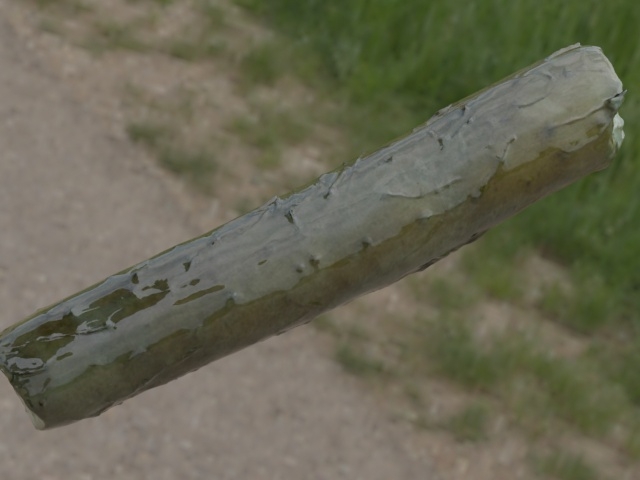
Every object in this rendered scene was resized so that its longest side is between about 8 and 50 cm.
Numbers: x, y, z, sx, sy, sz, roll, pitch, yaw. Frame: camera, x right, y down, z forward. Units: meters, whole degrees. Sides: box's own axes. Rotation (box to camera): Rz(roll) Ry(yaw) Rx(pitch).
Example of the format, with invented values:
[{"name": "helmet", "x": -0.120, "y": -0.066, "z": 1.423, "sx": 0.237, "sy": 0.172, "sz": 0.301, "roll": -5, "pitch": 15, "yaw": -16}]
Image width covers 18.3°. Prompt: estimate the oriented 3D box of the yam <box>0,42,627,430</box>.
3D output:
[{"name": "yam", "x": 0.000, "y": 0.000, "z": 1.081, "sx": 0.372, "sy": 0.083, "sz": 0.083, "roll": -26, "pitch": 35, "yaw": -4}]
